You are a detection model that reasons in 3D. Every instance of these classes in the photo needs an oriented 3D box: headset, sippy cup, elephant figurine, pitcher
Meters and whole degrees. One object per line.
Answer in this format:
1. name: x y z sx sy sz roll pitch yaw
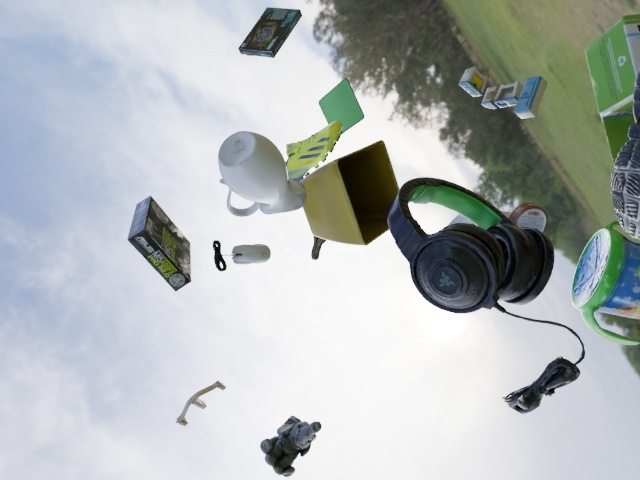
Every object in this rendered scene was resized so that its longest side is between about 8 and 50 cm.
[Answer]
1. headset: 0.250 0.061 0.745 0.243 0.185 0.394 -2 -135 -31
2. sippy cup: 0.827 0.108 1.231 0.224 0.306 0.240 18 -161 12
3. elephant figurine: -0.085 0.725 1.698 0.169 0.239 0.186 50 173 -37
4. pitcher: -0.145 -0.122 0.970 0.207 0.177 0.126 50 -158 -58

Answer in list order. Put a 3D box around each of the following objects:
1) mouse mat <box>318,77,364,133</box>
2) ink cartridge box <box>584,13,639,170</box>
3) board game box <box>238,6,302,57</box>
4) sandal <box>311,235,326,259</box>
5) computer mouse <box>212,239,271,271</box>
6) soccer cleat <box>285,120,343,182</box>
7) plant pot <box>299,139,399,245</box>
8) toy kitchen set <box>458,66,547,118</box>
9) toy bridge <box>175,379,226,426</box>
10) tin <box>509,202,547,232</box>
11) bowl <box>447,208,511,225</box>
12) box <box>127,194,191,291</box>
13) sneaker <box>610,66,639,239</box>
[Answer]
1. mouse mat: 0.071 -0.461 1.637 0.007 0.189 0.153 -27 -86 -33
2. ink cartridge box: 0.570 -0.228 0.758 0.097 0.188 0.255 122 139 -79
3. board game box: -0.150 -0.626 1.398 0.186 0.126 0.026 -62 -27 -20
4. sandal: 0.000 0.000 2.367 0.090 0.060 0.220 -7 -71 -61
5. computer mouse: -0.259 0.045 1.550 0.042 0.192 0.106 170 95 -77
6. soccer cleat: -0.046 -0.275 1.441 0.121 0.289 0.093 41 -143 -11
7. plant pot: 0.065 -0.110 1.188 0.212 0.187 0.212 -32 -74 -45
8. toy kitchen set: 0.568 -0.475 1.483 0.166 0.207 0.122 26 -98 -30
9. toy bridge: -0.391 0.517 1.486 0.026 0.188 0.063 45 176 46
10. tin: 0.580 -0.013 1.329 0.106 0.190 0.040 5 -161 -15
11. bowl: 0.505 -0.005 1.558 0.134 0.298 0.298 34 -147 -15
12. box: -0.482 0.003 1.425 0.216 0.060 0.270 58 -179 -29
13. sneaker: 0.496 -0.127 0.638 0.107 0.118 0.279 -103 11 -63
